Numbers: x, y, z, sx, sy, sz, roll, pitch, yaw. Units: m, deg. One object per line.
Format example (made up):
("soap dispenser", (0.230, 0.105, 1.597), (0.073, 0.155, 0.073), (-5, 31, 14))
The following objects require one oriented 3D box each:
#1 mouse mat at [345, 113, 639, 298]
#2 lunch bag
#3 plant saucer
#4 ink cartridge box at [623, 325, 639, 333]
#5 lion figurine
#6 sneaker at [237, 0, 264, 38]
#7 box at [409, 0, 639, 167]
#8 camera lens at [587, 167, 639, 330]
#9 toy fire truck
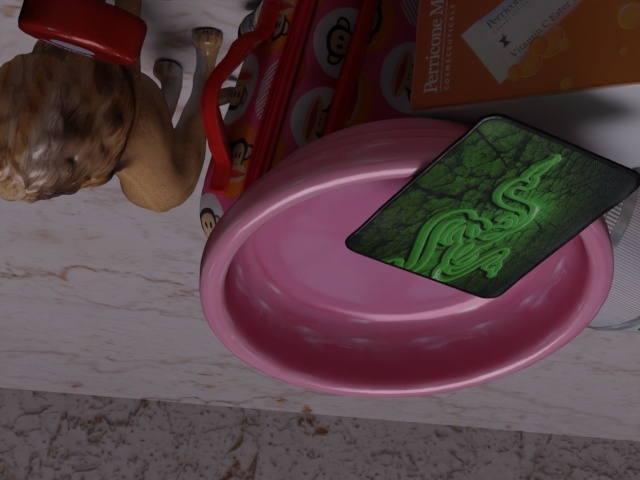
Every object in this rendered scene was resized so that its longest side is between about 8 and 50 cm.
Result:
("mouse mat", (0.128, -0.021, 1.462), (0.152, 0.007, 0.189), (20, 139, -29))
("lunch bag", (0.015, -0.106, 1.721), (0.258, 0.293, 0.120), (17, 178, -32))
("plant saucer", (0.067, 0.010, 1.576), (0.332, 0.084, 0.332), (-2, 143, -2))
("ink cartridge box", (0.403, 0.032, 2.297), (0.208, 0.153, 0.087), (10, 161, -19))
("lion figurine", (-0.185, -0.110, 1.854), (0.142, 0.240, 0.392), (-5, 161, 29))
("sneaker", (-0.011, -0.181, 1.878), (0.170, 0.063, 0.075), (24, 155, -35))
("box", (0.264, -0.186, 1.517), (0.345, 0.215, 0.168), (-6, 159, 30))
("camera lens", (0.252, -0.039, 1.994), (0.219, 0.219, 0.274), (-10, 157, 41))
("toy fire truck", (-0.263, -0.256, 1.574), (0.302, 0.169, 0.254), (17, 178, -31))
